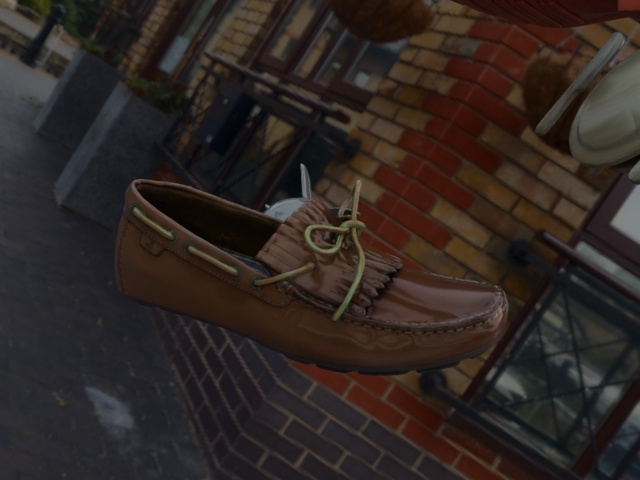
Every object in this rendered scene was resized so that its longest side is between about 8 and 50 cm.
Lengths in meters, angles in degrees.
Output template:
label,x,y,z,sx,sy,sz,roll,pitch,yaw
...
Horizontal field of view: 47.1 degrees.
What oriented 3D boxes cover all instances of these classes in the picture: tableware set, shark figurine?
label,x,y,z,sx,sy,sz,roll,pitch,yaw
tableware set,0.218,-0.112,0.405,0.039,0.194,0.128,34,12,-18
shark figurine,-0.013,-0.014,0.907,0.116,0.166,0.278,-2,5,30

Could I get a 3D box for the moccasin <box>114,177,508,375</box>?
label,x,y,z,sx,sy,sz,roll,pitch,yaw
moccasin,-0.017,0.018,0.680,0.380,0.147,0.139,16,25,24

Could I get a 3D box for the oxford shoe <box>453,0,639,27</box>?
label,x,y,z,sx,sy,sz,roll,pitch,yaw
oxford shoe,0.194,-0.216,0.553,0.271,0.098,0.097,17,11,33
